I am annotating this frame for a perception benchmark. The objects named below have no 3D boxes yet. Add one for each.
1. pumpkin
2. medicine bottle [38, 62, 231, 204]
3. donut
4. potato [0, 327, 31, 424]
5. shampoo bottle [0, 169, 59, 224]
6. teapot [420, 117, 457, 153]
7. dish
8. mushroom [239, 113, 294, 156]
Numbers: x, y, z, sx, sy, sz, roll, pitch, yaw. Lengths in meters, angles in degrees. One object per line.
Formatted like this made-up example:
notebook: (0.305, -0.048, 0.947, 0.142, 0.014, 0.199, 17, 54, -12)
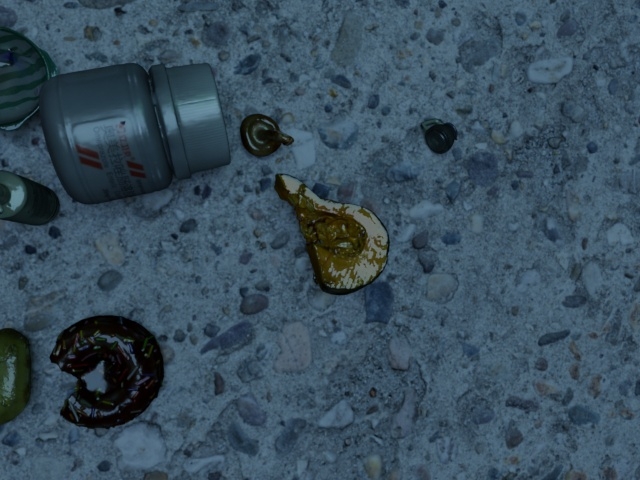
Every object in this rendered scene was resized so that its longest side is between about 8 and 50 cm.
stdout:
pumpkin: (0.000, 0.000, 1.216, 0.281, 0.139, 0.190, 24, 84, -6)
medicine bottle: (-0.342, -0.213, 1.111, 0.307, 0.245, 0.244, -14, 90, -10)
donut: (-0.423, 0.265, 1.155, 0.216, 0.096, 0.230, 6, 86, -9)
potato: (-0.609, 0.264, 1.132, 0.105, 0.085, 0.187, 0, 84, 12)
shampoo bottle: (-0.553, -0.075, 1.061, 0.085, 0.262, 0.085, 0, 88, -10)
teapot: (0.269, -0.241, 1.313, 0.057, 0.066, 0.088, -35, 71, -28)
dish: (-0.634, -0.327, 1.150, 0.224, 0.078, 0.245, -19, 92, -10)
mushroom: (-0.110, -0.214, 1.232, 0.130, 0.072, 0.088, 25, 66, 26)
